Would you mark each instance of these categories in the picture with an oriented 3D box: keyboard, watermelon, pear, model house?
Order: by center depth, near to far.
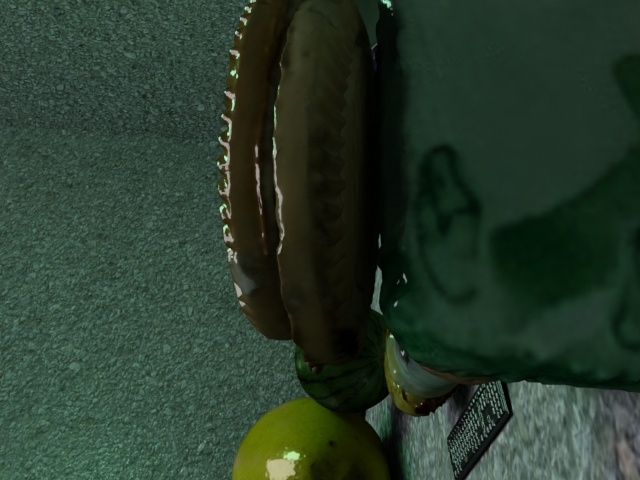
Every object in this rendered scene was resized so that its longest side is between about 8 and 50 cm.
[{"bbox_3d":[0.122,-0.008,0.529,0.325,0.194,0.267,99,172,-72],"label":"model house"},{"bbox_3d":[0.173,0.209,0.758,0.198,0.010,0.064,100,170,-50],"label":"keyboard"},{"bbox_3d":[0.041,0.203,1.171,0.214,0.188,0.188,-17,68,57],"label":"watermelon"},{"bbox_3d":[-0.017,0.418,1.182,0.336,0.285,0.285,21,-108,-81],"label":"pear"}]

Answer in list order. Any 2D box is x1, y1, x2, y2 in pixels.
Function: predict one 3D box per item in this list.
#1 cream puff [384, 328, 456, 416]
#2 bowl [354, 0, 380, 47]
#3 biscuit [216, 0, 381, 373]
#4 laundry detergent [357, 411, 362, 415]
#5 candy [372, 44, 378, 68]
[{"bbox_3d":[0.132,0.150,0.848,0.149,0.084,0.149,180,90,-82],"label":"cream puff"},{"bbox_3d":[0.088,-0.450,1.203,0.289,0.146,0.289,-162,90,-80],"label":"bowl"},{"bbox_3d":[-0.002,-0.042,0.455,0.259,0.079,0.259,1,-90,-79],"label":"biscuit"},{"bbox_3d":[0.062,0.429,1.551,0.096,0.061,0.206,-120,32,-65],"label":"laundry detergent"},{"bbox_3d":[0.121,-0.216,1.299,0.088,0.061,0.312,-140,53,-82],"label":"candy"}]
